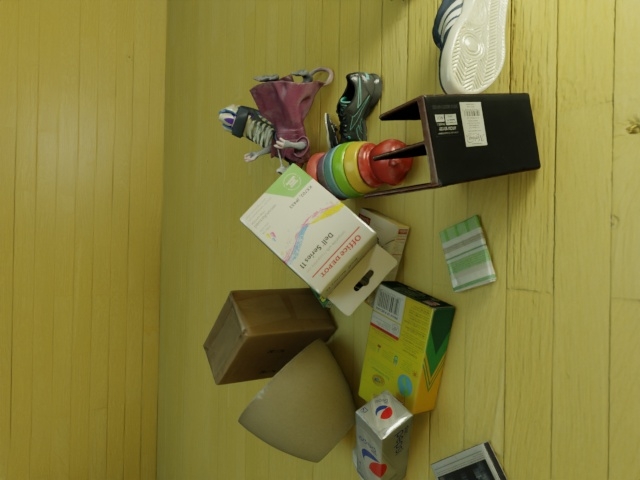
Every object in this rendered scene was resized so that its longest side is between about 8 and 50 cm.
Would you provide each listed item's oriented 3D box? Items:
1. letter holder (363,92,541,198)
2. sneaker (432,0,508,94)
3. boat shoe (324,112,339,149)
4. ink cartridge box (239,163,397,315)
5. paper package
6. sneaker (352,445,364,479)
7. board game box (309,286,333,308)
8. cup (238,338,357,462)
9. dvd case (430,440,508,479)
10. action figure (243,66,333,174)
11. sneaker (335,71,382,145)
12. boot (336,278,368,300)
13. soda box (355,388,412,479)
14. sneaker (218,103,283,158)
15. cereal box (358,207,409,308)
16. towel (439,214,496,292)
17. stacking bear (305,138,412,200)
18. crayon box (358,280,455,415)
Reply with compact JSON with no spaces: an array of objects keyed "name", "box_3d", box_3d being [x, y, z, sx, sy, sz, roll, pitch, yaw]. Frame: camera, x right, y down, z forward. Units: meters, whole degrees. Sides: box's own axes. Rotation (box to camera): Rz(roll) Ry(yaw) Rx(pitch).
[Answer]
[{"name":"letter holder","box_3d":[0.239,-0.180,0.902,0.215,0.302,0.151,-6,96,56]},{"name":"sneaker","box_3d":[0.290,-0.410,0.959,0.148,0.131,0.349,-24,41,59]},{"name":"boat shoe","box_3d":[0.036,-0.345,1.450,0.046,0.038,0.125,65,-163,-68]},{"name":"ink cartridge box","box_3d":[0.000,0.000,1.157,0.353,0.119,0.207,41,85,15]},{"name":"paper package","box_3d":[-0.167,0.301,1.469,0.309,0.325,0.168,-57,46,36]},{"name":"sneaker","box_3d":[0.153,0.649,1.229,0.212,0.080,0.094,-137,45,-55]},{"name":"board game box","box_3d":[0.000,0.080,1.403,0.136,0.030,0.259,-55,37,12]},{"name":"cup","box_3d":[-0.034,0.482,1.324,0.237,0.331,0.331,43,128,15]},{"name":"dvd case","box_3d":[0.347,0.573,0.979,0.179,0.030,0.238,-52,48,42]},{"name":"action figure","box_3d":[-0.102,-0.368,1.546,0.248,0.276,0.369,19,127,47]},{"name":"sneaker","box_3d":[0.084,-0.351,1.324,0.101,0.106,0.267,41,123,47]},{"name":"boot","box_3d":[0.070,0.036,1.245,0.236,0.085,0.178,35,97,37]},{"name":"soda box","box_3d":[0.149,0.493,1.108,0.091,0.098,0.286,38,143,41]},{"name":"sneaker","box_3d":[-0.250,-0.400,1.688,0.322,0.237,0.130,50,129,44]},{"name":"cereal box","box_3d":[0.145,0.046,1.269,0.173,0.048,0.239,33,116,54]},{"name":"towel","box_3d":[0.329,0.032,1.034,0.113,0.023,0.151,-30,63,49]},{"name":"stacking bear","box_3d":[0.113,-0.189,1.234,0.289,0.175,0.164,-8,109,43]},{"name":"crayon box","box_3d":[0.204,0.281,1.148,0.202,0.081,0.317,24,108,53]}]
